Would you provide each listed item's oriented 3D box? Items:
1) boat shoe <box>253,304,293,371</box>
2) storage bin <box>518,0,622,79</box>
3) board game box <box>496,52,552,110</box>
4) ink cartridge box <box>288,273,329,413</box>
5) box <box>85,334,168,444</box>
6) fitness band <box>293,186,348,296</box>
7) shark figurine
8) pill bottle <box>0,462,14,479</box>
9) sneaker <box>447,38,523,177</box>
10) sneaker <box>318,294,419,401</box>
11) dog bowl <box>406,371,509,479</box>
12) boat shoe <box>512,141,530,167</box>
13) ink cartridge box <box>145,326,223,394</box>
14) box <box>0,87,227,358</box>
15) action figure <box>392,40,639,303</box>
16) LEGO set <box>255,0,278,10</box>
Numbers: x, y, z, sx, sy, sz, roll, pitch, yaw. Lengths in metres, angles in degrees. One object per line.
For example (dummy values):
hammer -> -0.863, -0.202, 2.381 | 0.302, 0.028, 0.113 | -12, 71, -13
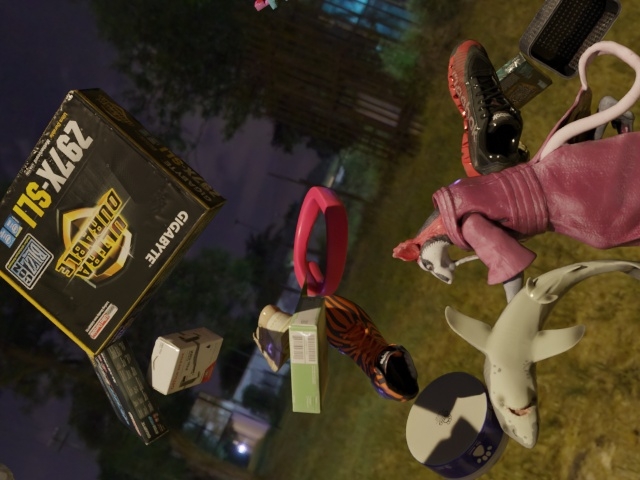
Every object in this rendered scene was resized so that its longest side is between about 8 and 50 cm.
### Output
boat shoe -> -0.103, 0.227, 1.718 | 0.109, 0.098, 0.302 | -49, -11, -20
storage bin -> 0.510, -0.440, 1.495 | 0.180, 0.122, 0.084 | -58, 13, 23
board game box -> 0.430, -0.341, 1.609 | 0.126, 0.026, 0.186 | -39, -25, 26
ink cartridge box -> -0.013, 0.180, 1.331 | 0.235, 0.056, 0.171 | -68, -23, -68
box -> -0.384, 0.266, 1.396 | 0.051, 0.220, 0.175 | -29, 20, -28
fitness band -> 0.000, 0.000, 1.545 | 0.291, 0.054, 0.208 | -121, 42, -67
shark figurine -> 0.262, 0.098, 0.850 | 0.278, 0.166, 0.116 | -43, -33, -16
pill bottle -> -0.550, 0.486, 1.100 | 0.161, 0.161, 0.283 | -51, -25, -74
sneaker -> 0.309, -0.246, 1.343 | 0.135, 0.098, 0.275 | 165, 96, -75
sneaker -> 0.120, 0.241, 1.689 | 0.124, 0.321, 0.180 | -45, 0, -14
dog bowl -> 0.352, 0.477, 1.873 | 0.265, 0.104, 0.264 | -37, 32, 28
boat shoe -> 0.405, -0.175, 1.491 | 0.153, 0.056, 0.048 | -72, -13, -54
ink cartridge box -> -0.259, 0.228, 1.388 | 0.135, 0.056, 0.099 | -6, -63, -61
box -> -0.333, -0.023, 1.080 | 0.322, 0.257, 0.079 | -48, -2, 22
action figure -> 0.266, -0.049, 0.929 | 0.248, 0.371, 0.275 | -111, 5, -55
LEGO set -> -0.045, -0.493, 1.271 | 0.227, 0.093, 0.087 | -26, 30, 19
